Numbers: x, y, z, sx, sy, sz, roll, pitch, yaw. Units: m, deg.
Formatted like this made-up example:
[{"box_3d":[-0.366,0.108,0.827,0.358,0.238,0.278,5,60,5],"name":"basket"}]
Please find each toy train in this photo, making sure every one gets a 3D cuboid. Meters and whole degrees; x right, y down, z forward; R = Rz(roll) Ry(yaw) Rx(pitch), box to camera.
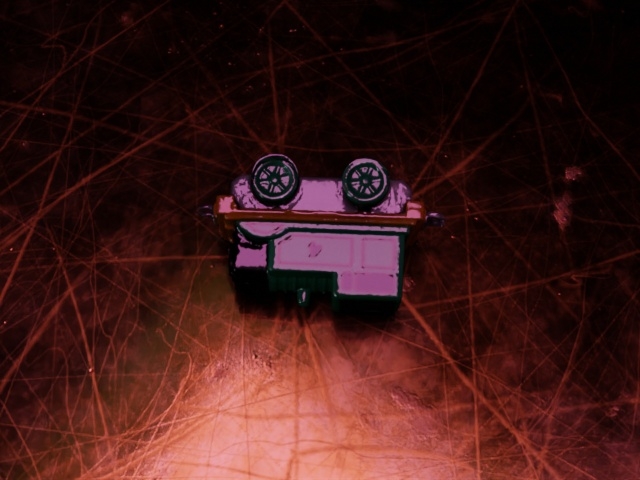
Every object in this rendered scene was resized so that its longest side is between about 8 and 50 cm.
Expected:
[{"box_3d":[0.000,0.000,1.593,0.428,0.178,0.249,2,75,0],"name":"toy train"}]
